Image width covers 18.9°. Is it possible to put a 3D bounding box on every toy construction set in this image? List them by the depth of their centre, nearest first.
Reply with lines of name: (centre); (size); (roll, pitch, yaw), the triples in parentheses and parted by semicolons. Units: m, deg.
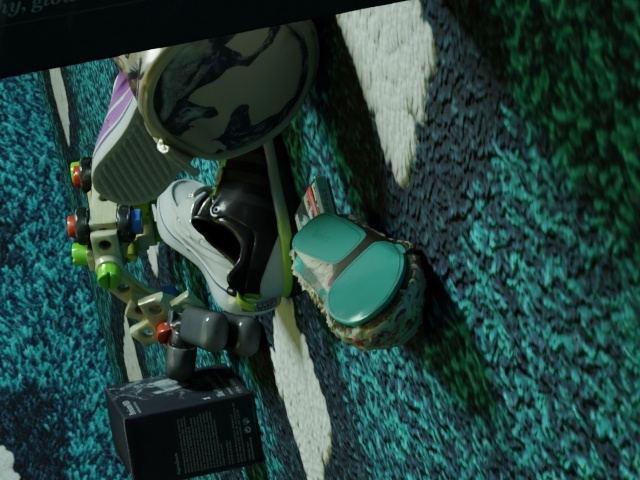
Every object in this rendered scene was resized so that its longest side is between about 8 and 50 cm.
toy construction set: (-0.254, 0.002, 2.509); (0.328, 0.151, 0.215); (-115, 14, -47)

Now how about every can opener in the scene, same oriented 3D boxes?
can opener: (-0.130, 0.125, 2.230); (0.283, 0.076, 0.095); (-177, 96, -77)

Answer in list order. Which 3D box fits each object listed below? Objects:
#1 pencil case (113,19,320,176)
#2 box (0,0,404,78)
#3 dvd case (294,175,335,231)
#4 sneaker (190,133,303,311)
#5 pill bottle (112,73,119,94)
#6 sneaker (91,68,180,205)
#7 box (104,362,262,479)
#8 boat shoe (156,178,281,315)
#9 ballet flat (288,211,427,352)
pencil case: (-0.157, -0.246, 1.685); (0.183, 0.160, 0.410); (-49, 52, 21)
box: (-0.189, -0.369, 1.151); (0.297, 0.479, 0.472); (-117, 20, -46)
dvd case: (0.000, 0.000, 1.715); (0.119, 0.013, 0.087); (121, 136, -70)
sneaker: (-0.079, -0.044, 1.828); (0.084, 0.097, 0.235); (100, 155, -58)
pill bottle: (-0.225, -0.161, 2.420); (0.137, 0.078, 0.078); (112, 145, -68)
sneaker: (-0.131, -0.166, 1.848); (0.282, 0.102, 0.161); (-34, 37, 44)
box: (-0.167, 0.221, 2.316); (0.156, 0.158, 0.093); (-146, 47, -72)
boat shoe: (-0.103, -0.017, 2.016); (0.258, 0.095, 0.084); (44, 140, 51)
ballet flat: (0.040, 0.039, 1.464); (0.077, 0.091, 0.241); (51, -178, -21)
